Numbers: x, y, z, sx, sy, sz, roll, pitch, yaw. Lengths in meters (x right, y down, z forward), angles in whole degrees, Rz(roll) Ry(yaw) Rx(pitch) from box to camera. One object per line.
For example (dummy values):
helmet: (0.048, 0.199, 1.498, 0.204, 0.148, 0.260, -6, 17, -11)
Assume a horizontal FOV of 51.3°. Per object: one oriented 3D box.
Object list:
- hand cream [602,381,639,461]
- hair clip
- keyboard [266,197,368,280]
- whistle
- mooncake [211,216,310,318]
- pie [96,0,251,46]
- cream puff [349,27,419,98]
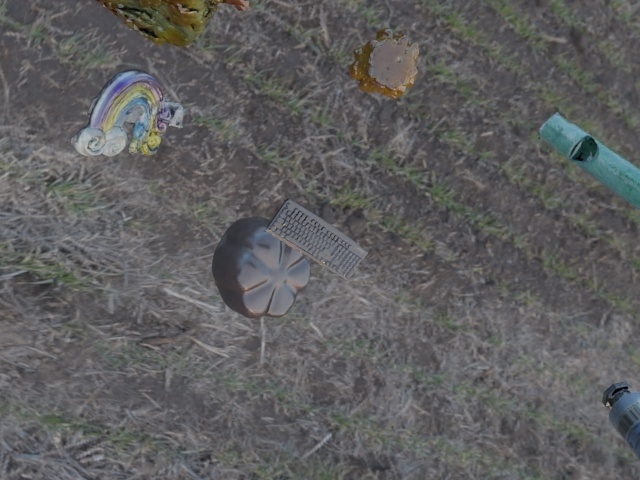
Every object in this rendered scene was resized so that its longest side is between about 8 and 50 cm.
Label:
hand cream: (0.393, 0.257, 0.734, 0.055, 0.256, 0.088, 20, 113, -20)
hair clip: (-0.246, -0.167, 0.872, 0.172, 0.049, 0.116, -20, 127, -61)
keyboard: (0.000, 0.000, 1.355, 0.250, 0.017, 0.087, 34, 95, -37)
whistle: (0.323, -0.076, 0.735, 0.039, 0.039, 0.186, -20, 53, -36)
mooncake: (-0.137, 0.066, 1.588, 0.245, 0.133, 0.245, -16, 114, -39)
pie: (-0.211, -0.335, 0.521, 0.180, 0.418, 0.395, -44, 83, 2)
cream puff: (0.111, -0.298, 1.142, 0.122, 0.094, 0.116, -27, 95, -4)
